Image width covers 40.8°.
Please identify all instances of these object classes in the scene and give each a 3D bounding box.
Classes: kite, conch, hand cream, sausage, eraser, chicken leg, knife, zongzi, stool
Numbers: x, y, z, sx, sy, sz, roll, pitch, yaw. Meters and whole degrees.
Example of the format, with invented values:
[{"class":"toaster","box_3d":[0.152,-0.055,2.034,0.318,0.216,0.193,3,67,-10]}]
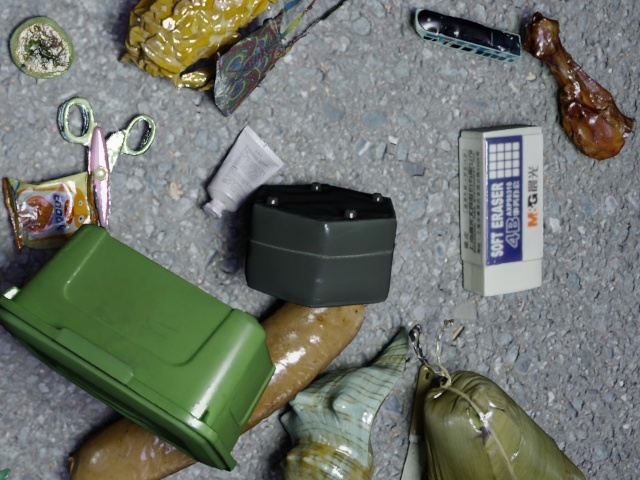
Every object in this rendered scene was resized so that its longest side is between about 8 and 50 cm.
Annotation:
[{"class":"kite","box_3d":[-0.053,-0.297,1.235,0.015,0.152,0.285,42,72,13]},{"class":"conch","box_3d":[0.027,0.276,1.343,0.170,0.203,0.386,24,66,-7]},{"class":"hand cream","box_3d":[-0.122,-0.092,1.273,0.084,0.053,0.142,47,64,-25]},{"class":"sausage","box_3d":[-0.137,0.223,1.267,0.501,0.136,0.123,-35,148,-15]},{"class":"eraser","box_3d":[0.308,-0.052,1.456,0.124,0.081,0.278,-9,103,-23]},{"class":"chicken leg","box_3d":[0.433,-0.263,1.467,0.304,0.093,0.113,50,65,-26]},{"class":"knife","box_3d":[0.170,0.360,1.503,0.047,0.017,0.297,6,97,-32]},{"class":"zongzi","box_3d":[0.213,0.399,1.408,0.418,0.181,0.447,-50,122,-11]},{"class":"stool","box_3d":[0.000,0.000,1.242,0.232,0.232,0.141,-4,109,-25]}]

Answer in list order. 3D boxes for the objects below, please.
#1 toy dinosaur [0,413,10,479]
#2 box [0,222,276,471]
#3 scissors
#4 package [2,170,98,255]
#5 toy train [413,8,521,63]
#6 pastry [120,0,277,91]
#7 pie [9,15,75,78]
[{"class":"toy dinosaur","box_3d":[-0.502,0.359,1.156,0.120,0.079,0.291,19,88,-21]},{"class":"box","box_3d":[-0.221,0.132,1.100,0.329,0.252,0.177,27,71,13]},{"class":"scissors","box_3d":[-0.309,-0.096,1.192,0.134,0.020,0.187,11,95,-20]},{"class":"package","box_3d":[-0.362,-0.037,1.164,0.121,0.031,0.108,-6,101,-12]},{"class":"toy train","box_3d":[0.234,-0.330,1.388,0.208,0.047,0.043,8,74,-27]},{"class":"pastry","box_3d":[-0.158,-0.307,1.173,0.250,0.102,0.154,-46,147,-3]},{"class":"pie","box_3d":[-0.367,-0.252,1.136,0.084,0.021,0.084,-4,101,-24]}]
